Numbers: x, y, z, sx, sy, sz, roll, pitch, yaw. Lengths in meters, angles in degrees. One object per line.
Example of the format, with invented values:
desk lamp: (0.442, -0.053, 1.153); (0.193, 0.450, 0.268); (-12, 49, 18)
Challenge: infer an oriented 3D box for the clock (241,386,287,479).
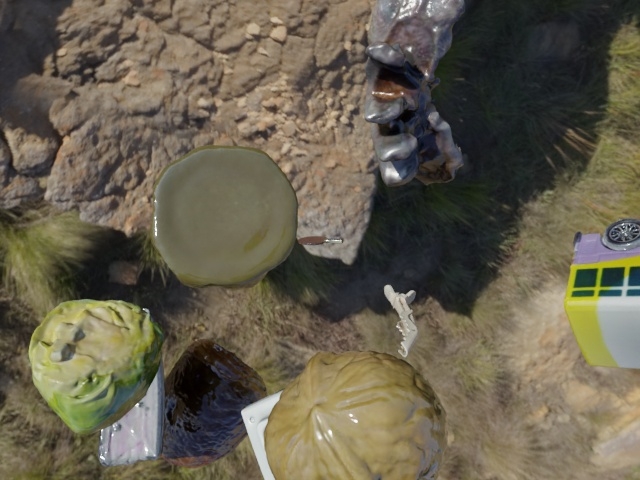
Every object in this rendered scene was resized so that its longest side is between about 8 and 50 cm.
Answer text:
clock: (-0.016, 0.404, 1.126); (0.262, 0.116, 0.231); (-27, 78, 13)

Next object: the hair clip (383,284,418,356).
hair clip: (0.184, 0.169, 1.172); (0.072, 0.226, 0.034); (7, 119, -7)

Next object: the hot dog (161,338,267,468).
hot dog: (-0.294, 0.421, 1.427); (0.267, 0.174, 0.387); (40, 118, 10)

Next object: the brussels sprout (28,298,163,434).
brussels sprout: (-0.270, 0.153, 0.668); (0.151, 0.149, 0.122); (-16, 132, -43)

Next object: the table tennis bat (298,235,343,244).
table tennis bat: (0.000, 0.000, 1.006); (0.083, 0.050, 0.007); (1, 106, 15)

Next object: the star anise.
star anise: (0.103, -0.175, 0.600); (0.110, 0.198, 0.258); (3, 104, 19)

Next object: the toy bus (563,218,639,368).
toy bus: (0.690, 0.103, 0.978); (0.439, 0.249, 0.209); (-6, 129, 40)

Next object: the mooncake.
mooncake: (-0.245, -0.052, 1.413); (0.378, 0.201, 0.379); (2, 79, -11)

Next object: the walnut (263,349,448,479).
walnut: (0.041, 0.232, 0.670); (0.228, 0.228, 0.228); (-6, 118, -12)

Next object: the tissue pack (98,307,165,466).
tissue pack: (-0.403, 0.326, 1.186); (0.124, 0.288, 0.394); (-5, 162, -19)
